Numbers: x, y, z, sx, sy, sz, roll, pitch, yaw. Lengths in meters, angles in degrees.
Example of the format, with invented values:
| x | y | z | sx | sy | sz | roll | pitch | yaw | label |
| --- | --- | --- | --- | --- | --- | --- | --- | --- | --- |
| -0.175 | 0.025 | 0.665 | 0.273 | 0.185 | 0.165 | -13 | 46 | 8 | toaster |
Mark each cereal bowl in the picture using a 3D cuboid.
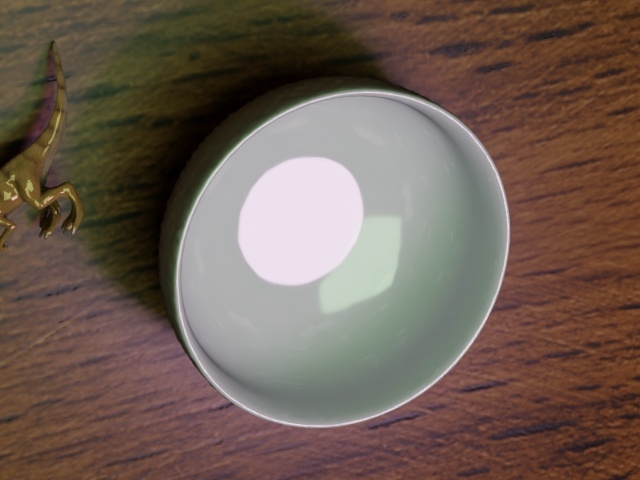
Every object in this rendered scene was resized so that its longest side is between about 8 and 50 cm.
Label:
| x | y | z | sx | sy | sz | roll | pitch | yaw | label |
| --- | --- | --- | --- | --- | --- | --- | --- | --- | --- |
| 0.000 | 0.000 | 1.702 | 0.339 | 0.141 | 0.339 | -8 | 111 | -21 | cereal bowl |

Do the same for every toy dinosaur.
| x | y | z | sx | sy | sz | roll | pitch | yaw | label |
| --- | --- | --- | --- | --- | --- | --- | --- | --- | --- |
| -0.260 | -0.057 | 1.607 | 0.211 | 0.064 | 0.112 | -49 | 119 | -2 | toy dinosaur |
